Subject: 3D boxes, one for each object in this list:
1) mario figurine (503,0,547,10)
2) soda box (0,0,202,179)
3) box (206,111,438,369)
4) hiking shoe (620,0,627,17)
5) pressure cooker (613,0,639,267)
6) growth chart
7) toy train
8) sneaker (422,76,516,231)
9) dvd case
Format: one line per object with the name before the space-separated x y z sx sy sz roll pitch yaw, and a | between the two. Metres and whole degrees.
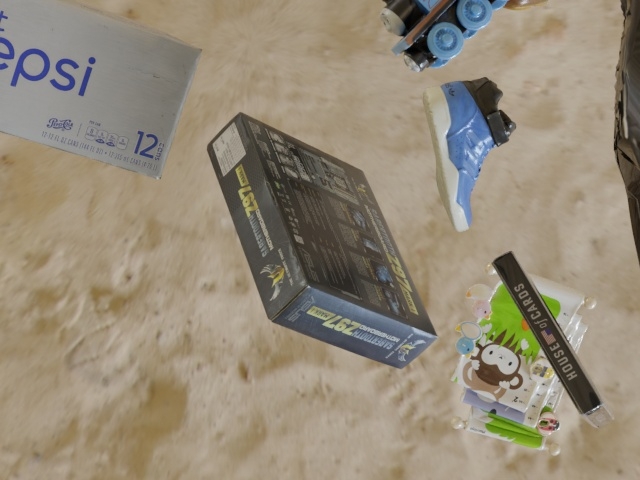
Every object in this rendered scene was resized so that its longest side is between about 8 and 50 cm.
mario figurine | 0.255 -0.445 1.692 0.198 0.170 0.320 3 125 -12
soda box | -0.231 -0.131 0.949 0.286 0.091 0.098 16 98 -23
box | 0.000 0.000 1.372 0.183 0.232 0.059 22 125 -42
hiking shoe | 0.348 -0.265 1.194 0.114 0.086 0.227 34 109 33
pressure cooker | 0.342 -0.021 0.515 0.370 0.420 0.375 -34 62 23
growth chart | 0.247 0.149 1.800 0.172 0.021 0.237 11 106 -7
toy train | 0.146 -0.276 1.624 0.105 0.080 0.184 45 81 -3
sneaker | 0.153 -0.084 1.389 0.085 0.058 0.152 -13 111 -3
dvd case | 0.248 0.110 1.511 0.029 0.239 0.179 -31 74 6
